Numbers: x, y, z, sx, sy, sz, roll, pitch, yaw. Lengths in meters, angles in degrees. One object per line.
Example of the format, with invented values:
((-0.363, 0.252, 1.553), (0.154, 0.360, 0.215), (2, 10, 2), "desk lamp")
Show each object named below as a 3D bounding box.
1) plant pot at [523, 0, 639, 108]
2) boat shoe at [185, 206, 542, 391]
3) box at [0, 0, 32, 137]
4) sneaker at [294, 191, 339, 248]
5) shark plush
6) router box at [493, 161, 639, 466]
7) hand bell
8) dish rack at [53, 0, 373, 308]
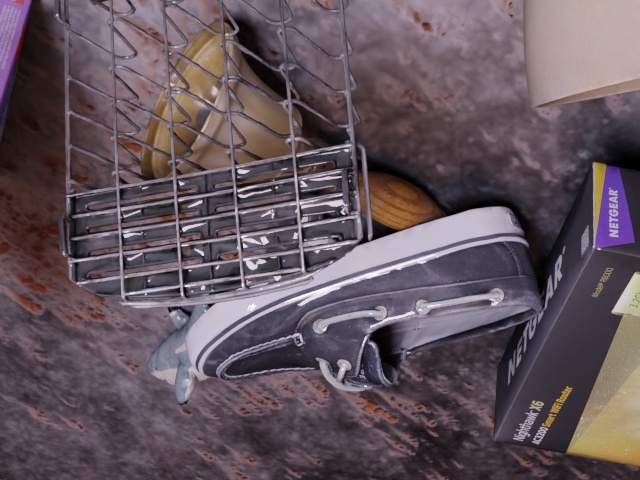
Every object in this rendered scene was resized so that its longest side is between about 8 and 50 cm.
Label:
((0.227, -0.189, 0.497), (0.284, 0.284, 0.190), (-12, 94, 19), "plant pot")
((0.030, 0.072, 0.808), (0.301, 0.102, 0.108), (-20, 153, 13), "boat shoe")
((-0.262, -0.024, 0.682), (0.057, 0.293, 0.201), (15, 132, -17), "box")
((0.000, 0.000, 0.835), (0.044, 0.040, 0.109), (-5, 137, -2), "sneaker")
((-0.122, 0.084, 0.919), (0.067, 0.073, 0.161), (36, 140, 18), "shark plush")
((0.288, 0.082, 0.785), (0.243, 0.081, 0.308), (10, 145, 2), "router box")
((0.000, -0.055, 0.758), (0.242, 0.126, 0.126), (24, 132, -28), "hand bell")
((-0.063, -0.094, 0.608), (0.208, 0.271, 0.074), (-9, 166, 18), "dish rack")
